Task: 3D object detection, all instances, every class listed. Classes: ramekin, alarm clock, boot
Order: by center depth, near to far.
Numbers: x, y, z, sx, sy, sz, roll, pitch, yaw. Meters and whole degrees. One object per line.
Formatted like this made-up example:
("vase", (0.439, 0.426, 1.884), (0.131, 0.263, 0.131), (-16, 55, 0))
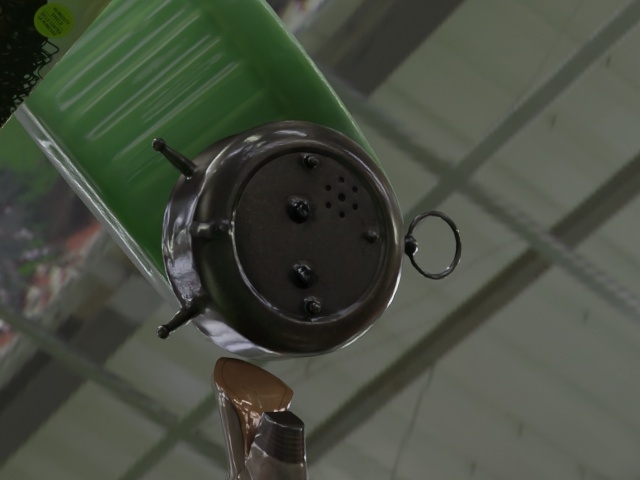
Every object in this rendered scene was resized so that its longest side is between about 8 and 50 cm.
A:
("boot", (-0.036, 0.118, 0.927), (0.042, 0.118, 0.087), (5, -75, -19))
("alarm clock", (0.000, 0.000, 1.010), (0.192, 0.129, 0.064), (1, -7, -31))
("ramekin", (-0.097, -0.077, 1.199), (0.148, 0.303, 0.303), (-39, -64, -7))

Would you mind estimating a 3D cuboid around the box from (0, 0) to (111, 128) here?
("box", (-0.137, -0.148, 0.897), (0.087, 0.058, 0.232), (33, -66, -24))
